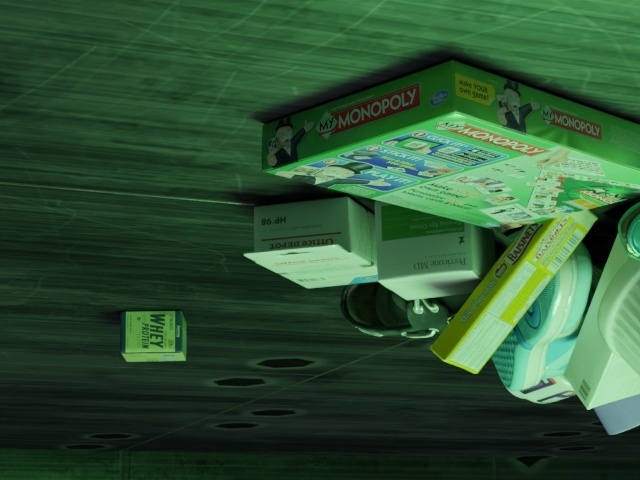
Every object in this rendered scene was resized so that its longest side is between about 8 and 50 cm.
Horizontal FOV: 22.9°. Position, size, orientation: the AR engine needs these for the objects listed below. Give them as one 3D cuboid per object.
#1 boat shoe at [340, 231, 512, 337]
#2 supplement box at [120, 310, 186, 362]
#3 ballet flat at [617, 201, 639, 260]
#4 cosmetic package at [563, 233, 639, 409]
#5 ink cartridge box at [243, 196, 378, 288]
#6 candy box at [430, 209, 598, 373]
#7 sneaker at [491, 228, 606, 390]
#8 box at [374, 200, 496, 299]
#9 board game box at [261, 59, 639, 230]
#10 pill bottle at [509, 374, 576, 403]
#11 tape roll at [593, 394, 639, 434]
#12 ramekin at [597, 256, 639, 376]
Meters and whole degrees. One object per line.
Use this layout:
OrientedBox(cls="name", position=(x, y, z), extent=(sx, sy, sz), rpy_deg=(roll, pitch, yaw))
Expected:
OrientedBox(cls="boat shoe", position=(0.118, 0.059, 1.745), extent=(0.091, 0.114, 0.302), rpy_deg=(-2, 167, -24))
OrientedBox(cls="supplement box", position=(-0.223, 0.129, 2.113), extent=(0.083, 0.056, 0.083), rpy_deg=(-1, 166, -1))
OrientedBox(cls="ballet flat", position=(0.378, -0.027, 1.468), extent=(0.247, 0.083, 0.087), rpy_deg=(-4, -149, -14))
OrientedBox(cls="cosmetic package", position=(0.337, 0.071, 1.659), extent=(0.099, 0.060, 0.239), rpy_deg=(-11, 138, -23))
OrientedBox(cls="ink cartridge box", position=(0.000, 0.000, 1.600), extent=(0.104, 0.060, 0.180), rpy_deg=(-6, 166, 19))
OrientedBox(cls="candy box", position=(0.195, 0.041, 1.571), extent=(0.027, 0.206, 0.105), rpy_deg=(40, -175, 28))
OrientedBox(cls="sneaker", position=(0.307, 0.054, 1.778), extent=(0.208, 0.127, 0.319), rpy_deg=(-15, 158, -10))
OrientedBox(cls="box", position=(0.116, 0.006, 1.579), extent=(0.101, 0.087, 0.102), rpy_deg=(-7, 166, 19))
OrientedBox(cls="board game box", position=(0.137, -0.072, 1.353), extent=(0.213, 0.046, 0.317), rpy_deg=(-16, 160, 43))
OrientedBox(cls="pill bottle", position=(0.331, 0.174, 2.251), extent=(0.108, 0.108, 0.193), rpy_deg=(3, 166, -17))
OrientedBox(cls="tape roll", position=(0.475, 0.198, 2.259), extent=(0.189, 0.080, 0.189), rpy_deg=(-29, 176, -2))
OrientedBox(cls="ramekin", position=(0.389, 0.073, 1.557), extent=(0.207, 0.109, 0.207), rpy_deg=(-19, 139, -17))
